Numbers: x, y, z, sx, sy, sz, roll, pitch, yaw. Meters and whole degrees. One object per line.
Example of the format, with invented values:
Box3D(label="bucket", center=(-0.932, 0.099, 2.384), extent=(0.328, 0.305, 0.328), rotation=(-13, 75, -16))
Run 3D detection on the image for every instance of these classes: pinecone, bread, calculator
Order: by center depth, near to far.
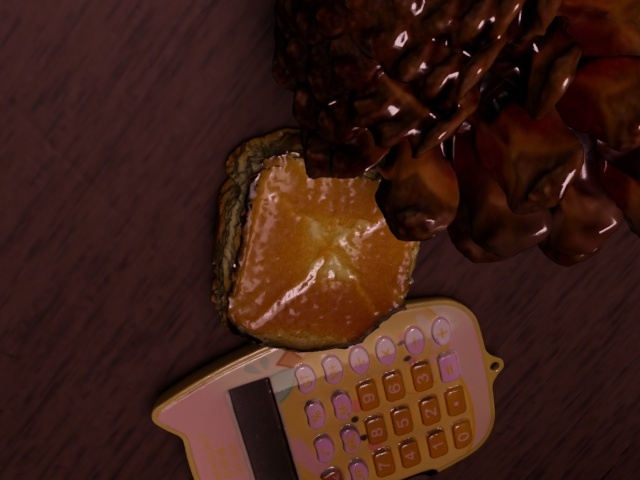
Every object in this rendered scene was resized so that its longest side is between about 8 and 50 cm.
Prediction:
Box3D(label="pinecone", center=(0.116, -0.098, 0.767), extent=(0.292, 0.246, 0.246), rotation=(24, 112, -43))
Box3D(label="bread", center=(0.000, 0.000, 0.888), extent=(0.128, 0.069, 0.140), rotation=(3, 114, -16))
Box3D(label="calculator", center=(0.011, 0.117, 0.979), extent=(0.236, 0.033, 0.157), rotation=(-17, 120, -6))
